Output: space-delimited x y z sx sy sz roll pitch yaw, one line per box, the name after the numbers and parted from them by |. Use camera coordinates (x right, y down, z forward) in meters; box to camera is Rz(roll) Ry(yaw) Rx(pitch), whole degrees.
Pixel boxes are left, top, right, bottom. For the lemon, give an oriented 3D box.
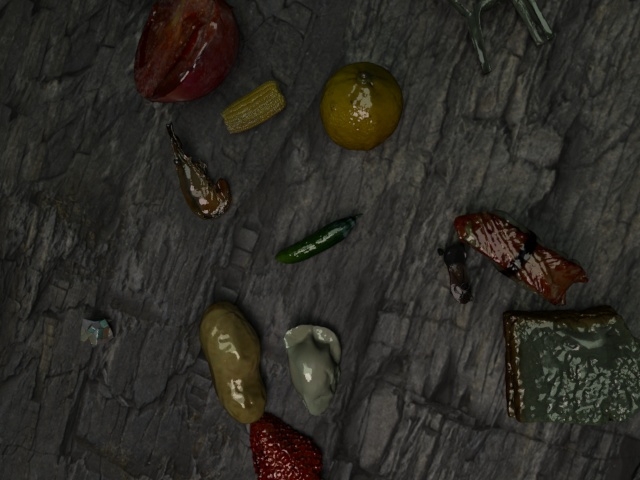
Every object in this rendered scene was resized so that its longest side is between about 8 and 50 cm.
0.093 -0.308 1.246 0.192 0.231 0.192 1 64 -3 | lemon

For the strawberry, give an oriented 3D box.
-0.093 0.583 1.382 0.188 0.106 0.286 -39 87 7 | strawberry

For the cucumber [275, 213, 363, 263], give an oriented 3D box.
0.000 0.000 1.357 0.250 0.056 0.056 -28 89 11 | cucumber

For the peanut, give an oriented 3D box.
-0.214 0.307 1.366 0.147 0.147 0.319 -16 89 9 | peanut

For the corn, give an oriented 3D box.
-0.168 -0.332 1.355 0.165 0.063 0.085 -25 99 11 | corn

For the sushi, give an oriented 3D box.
0.464 0.030 1.264 0.332 0.130 0.124 37 103 10 | sushi

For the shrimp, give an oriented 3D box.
-0.311 -0.182 1.388 0.117 0.066 0.262 -16 106 -6 | shrimp

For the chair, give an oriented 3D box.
0.361 -0.518 1.203 0.190 0.203 0.275 -26 95 20 | chair

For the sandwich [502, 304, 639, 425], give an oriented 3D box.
0.595 0.288 1.252 0.325 0.131 0.262 -3 92 7 | sandwich

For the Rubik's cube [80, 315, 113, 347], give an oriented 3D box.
-0.591 0.245 1.446 0.073 0.075 0.084 8 110 24 | Rubik's cube

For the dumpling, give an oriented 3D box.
-0.008 0.315 1.358 0.151 0.124 0.229 -16 98 -27 | dumpling

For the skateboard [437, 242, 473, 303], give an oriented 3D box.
0.335 0.082 1.301 0.067 0.080 0.152 -15 94 3 | skateboard

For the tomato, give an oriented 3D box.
-0.304 -0.452 1.317 0.308 0.170 0.309 -10 75 40 | tomato
